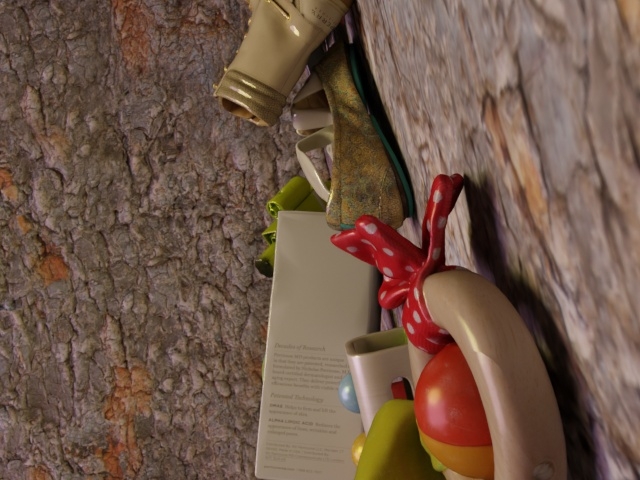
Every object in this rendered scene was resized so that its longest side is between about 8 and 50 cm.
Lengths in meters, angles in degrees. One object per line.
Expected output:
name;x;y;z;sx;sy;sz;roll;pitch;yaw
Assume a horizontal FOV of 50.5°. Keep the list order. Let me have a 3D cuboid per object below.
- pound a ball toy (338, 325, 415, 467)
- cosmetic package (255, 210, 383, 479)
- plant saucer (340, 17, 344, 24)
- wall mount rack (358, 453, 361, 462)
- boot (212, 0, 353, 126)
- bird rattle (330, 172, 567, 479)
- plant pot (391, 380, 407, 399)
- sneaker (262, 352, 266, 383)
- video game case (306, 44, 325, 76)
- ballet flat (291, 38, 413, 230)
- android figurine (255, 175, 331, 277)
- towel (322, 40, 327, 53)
pound a ball toy;0.110;0.278;0.891;0.208;0.135;0.319;-111;8;-87
cosmetic package;0.011;0.160;1.043;0.217;0.156;0.385;52;-140;-76
plant saucer;-0.023;-0.470;0.929;0.258;0.047;0.259;77;179;-69
wall mount rack;0.050;0.369;0.722;0.130;0.304;0.350;-53;-43;-51
boot;-0.083;-0.269;0.923;0.095;0.203;0.262;25;-172;-40
bird rattle;0.097;0.086;0.441;0.207;0.143;0.254;-140;48;-70
plant pot;0.116;0.384;1.331;0.191;0.174;0.191;169;90;-89
sneaker;0.021;0.156;1.425;0.202;0.185;0.483;35;-108;-69
video game case;0.020;-0.223;1.128;0.248;0.035;0.275;-91;-19;-75
ballet flat;0.020;-0.142;0.857;0.123;0.123;0.349;77;180;-48
android figurine;0.000;0.000;1.242;0.056;0.273;0.248;-10;118;49
towel;-0.083;-0.506;1.264;0.324;0.056;0.312;-30;-73;-71
